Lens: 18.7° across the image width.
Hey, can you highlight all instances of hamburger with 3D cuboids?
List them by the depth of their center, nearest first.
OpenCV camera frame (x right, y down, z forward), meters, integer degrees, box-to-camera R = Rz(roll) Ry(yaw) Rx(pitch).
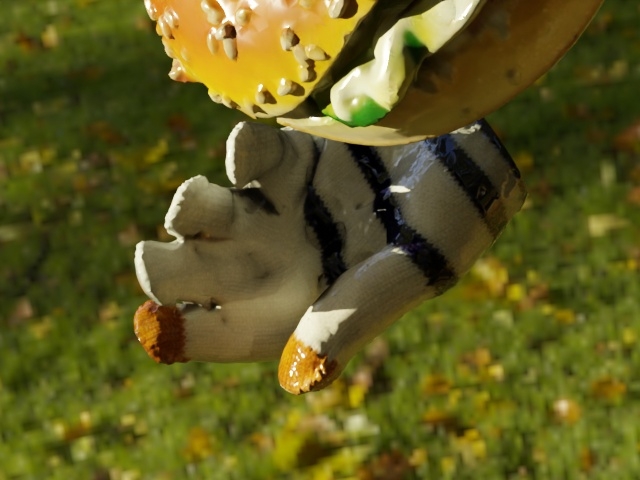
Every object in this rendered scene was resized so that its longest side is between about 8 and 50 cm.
[{"bbox_3d":[0.022,-0.149,0.781,0.237,0.236,0.147,6,-2,35],"label":"hamburger"}]

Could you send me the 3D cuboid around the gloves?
[{"bbox_3d":[-0.003,-0.002,1.055,0.219,0.140,0.131,-32,0,-4],"label":"gloves"}]
